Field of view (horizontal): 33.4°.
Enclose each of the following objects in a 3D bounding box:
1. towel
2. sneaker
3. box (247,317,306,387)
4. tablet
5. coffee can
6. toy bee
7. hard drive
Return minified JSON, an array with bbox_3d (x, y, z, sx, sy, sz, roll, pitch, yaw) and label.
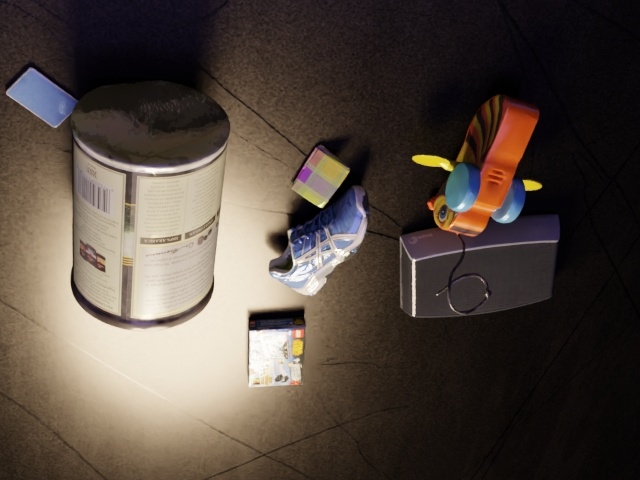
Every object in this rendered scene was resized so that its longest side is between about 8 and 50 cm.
[{"bbox_3d":[0.001,-0.092,1.546,0.060,0.009,0.083,34,119,-1],"label":"towel"},{"bbox_3d":[0.000,0.000,1.592,0.081,0.080,0.211,19,123,-28],"label":"sneaker"},{"bbox_3d":[-0.073,0.186,1.771,0.094,0.027,0.137,-2,130,-8],"label":"box"},{"bbox_3d":[-0.366,-0.188,1.410,0.054,0.006,0.083,-38,127,20],"label":"tablet"},{"bbox_3d":[-0.231,-0.046,1.428,0.201,0.201,0.275,1,129,-12],"label":"coffee can"},{"bbox_3d":[0.207,-0.073,1.547,0.195,0.162,0.298,35,91,-24],"label":"toy bee"},{"bbox_3d":[0.255,0.046,1.698,0.254,0.054,0.172,-8,131,-5],"label":"hard drive"}]
